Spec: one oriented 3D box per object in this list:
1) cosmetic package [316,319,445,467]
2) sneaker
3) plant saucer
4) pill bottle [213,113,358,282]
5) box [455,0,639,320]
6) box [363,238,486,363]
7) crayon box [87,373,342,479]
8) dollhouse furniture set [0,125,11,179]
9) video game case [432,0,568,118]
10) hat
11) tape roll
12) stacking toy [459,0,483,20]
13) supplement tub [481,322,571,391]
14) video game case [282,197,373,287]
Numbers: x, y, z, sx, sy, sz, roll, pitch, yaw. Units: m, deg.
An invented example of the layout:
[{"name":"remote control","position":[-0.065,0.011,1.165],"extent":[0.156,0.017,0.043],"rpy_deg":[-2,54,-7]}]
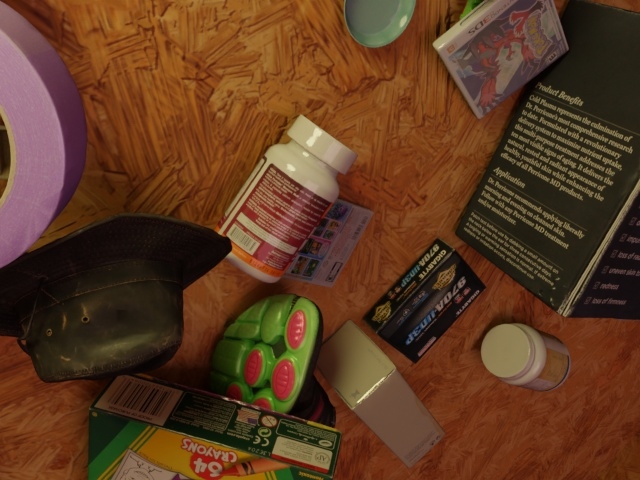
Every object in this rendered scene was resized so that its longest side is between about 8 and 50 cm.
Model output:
[{"name":"cosmetic package","position":[0.119,0.310,1.203],"extent":[0.113,0.160,0.309],"rpy_deg":[-40,134,-6]},{"name":"sneaker","position":[-0.075,0.287,1.077],"extent":[0.202,0.185,0.482],"rpy_deg":[-24,135,-48]},{"name":"plant saucer","position":[0.078,-0.329,0.840],"extent":[0.119,0.021,0.119],"rpy_deg":[-17,127,-23]},{"name":"pill bottle","position":[-0.050,-0.059,0.866],"extent":[0.121,0.121,0.221],"rpy_deg":[28,102,-42]},{"name":"box","position":[0.591,-0.123,1.137],"extent":[0.480,0.297,0.471],"rpy_deg":[7,116,-37]},{"name":"box","position":[0.212,0.125,1.214],"extent":[0.220,0.051,0.175],"rpy_deg":[-47,134,1]},{"name":"crayon box","position":[-0.177,0.397,0.959],"extent":[0.363,0.106,0.313],"rpy_deg":[14,116,4]},{"name":"dollhouse furniture set","position":[-0.319,-0.112,0.674],"extent":[0.091,0.081,0.114],"rpy_deg":[-7,123,-31]},{"name":"video game case","position":[0.288,-0.303,0.952],"extent":[0.183,0.023,0.201],"rpy_deg":[-38,143,13]},{"name":"hat","position":[-0.251,0.099,0.724],"extent":[0.331,0.134,0.331],"rpy_deg":[-18,160,-7]},{"name":"tape roll","position":[-0.370,-0.101,0.569],"extent":[0.275,0.090,0.274],"rpy_deg":[-2,112,-5]},{"name":"stacking toy","position":[0.302,-0.422,0.915],"extent":[0.167,0.052,0.221],"rpy_deg":[-4,123,-30]},{"name":"supplement tub","position":[0.485,0.275,1.436],"extent":[0.200,0.144,0.144],"rpy_deg":[22,105,-41]},{"name":"video game case","position":[0.000,0.000,1.010],"extent":[0.143,0.019,0.157],"rpy_deg":[15,111,-39]}]
